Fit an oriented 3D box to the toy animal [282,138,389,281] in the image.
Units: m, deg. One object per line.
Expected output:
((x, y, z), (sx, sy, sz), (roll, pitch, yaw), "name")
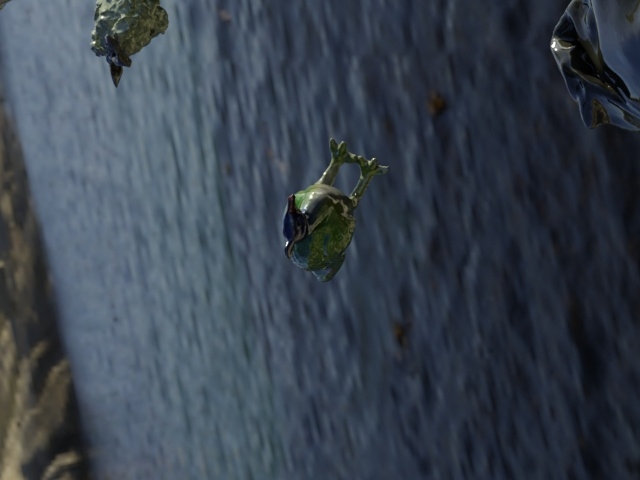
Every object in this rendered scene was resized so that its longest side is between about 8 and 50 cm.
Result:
((0.007, -0.015, 0.847), (0.075, 0.041, 0.217), (-64, -6, -2), "toy animal")

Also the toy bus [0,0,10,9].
((-0.251, -0.192, 1.020), (0.123, 0.060, 0.075), (10, 121, 58), "toy bus")

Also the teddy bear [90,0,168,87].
((-0.185, -0.277, 1.522), (0.111, 0.213, 0.133), (43, 159, -20), "teddy bear")

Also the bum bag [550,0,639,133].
((0.210, -0.130, 0.725), (0.142, 0.079, 0.326), (43, 160, 8), "bum bag")
